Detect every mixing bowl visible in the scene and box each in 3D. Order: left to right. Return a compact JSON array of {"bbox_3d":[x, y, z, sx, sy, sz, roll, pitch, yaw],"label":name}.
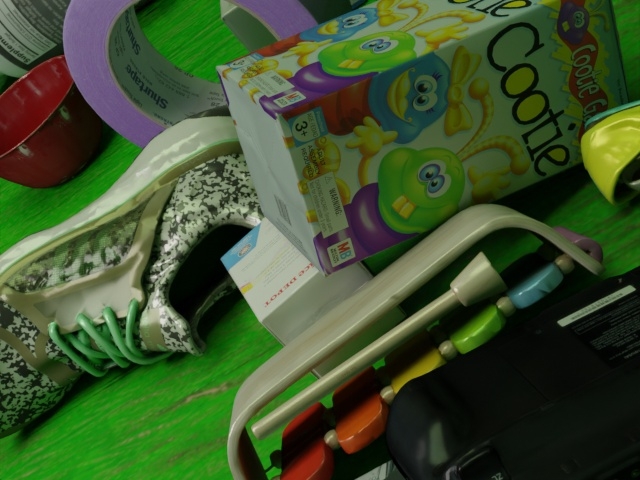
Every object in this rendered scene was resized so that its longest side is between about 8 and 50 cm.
[{"bbox_3d":[-0.335,-0.130,1.740,0.181,0.098,0.181,-30,33,22],"label":"mixing bowl"}]

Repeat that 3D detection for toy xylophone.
[{"bbox_3d":[0.049,0.082,0.988,0.323,0.081,0.236,-37,5,10],"label":"toy xylophone"}]

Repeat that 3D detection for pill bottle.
[{"bbox_3d":[-0.395,-0.358,1.982,0.363,0.210,0.210,-29,33,21],"label":"pill bottle"}]

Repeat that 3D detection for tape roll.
[{"bbox_3d":[-0.108,-0.196,1.392,0.275,0.275,0.090,-20,38,33],"label":"tape roll"}]

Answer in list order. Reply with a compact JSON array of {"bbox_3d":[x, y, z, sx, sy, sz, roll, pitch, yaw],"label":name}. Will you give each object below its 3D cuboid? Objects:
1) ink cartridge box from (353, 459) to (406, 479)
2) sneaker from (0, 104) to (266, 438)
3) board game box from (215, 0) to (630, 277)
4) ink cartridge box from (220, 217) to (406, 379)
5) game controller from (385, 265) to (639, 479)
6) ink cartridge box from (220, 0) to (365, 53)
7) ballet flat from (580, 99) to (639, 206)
[{"bbox_3d":[0.057,0.218,0.876,0.208,0.087,0.153,-32,33,15],"label":"ink cartridge box"},{"bbox_3d":[-0.180,0.058,1.304,0.410,0.158,0.182,-43,42,6],"label":"sneaker"},{"bbox_3d":[0.083,-0.108,1.107,0.275,0.142,0.144,-24,29,-14],"label":"board game box"},{"bbox_3d":[-0.005,0.041,1.162,0.092,0.090,0.143,-41,31,3],"label":"ink cartridge box"},{"bbox_3d":[0.196,0.074,0.843,0.319,0.067,0.166,-25,21,-10],"label":"game controller"},{"bbox_3d":[-0.037,-0.313,1.641,0.148,0.086,0.203,-32,32,17],"label":"ink cartridge box"},{"bbox_3d":[0.294,-0.088,1.016,0.231,0.077,0.077,-26,56,31],"label":"ballet flat"}]
